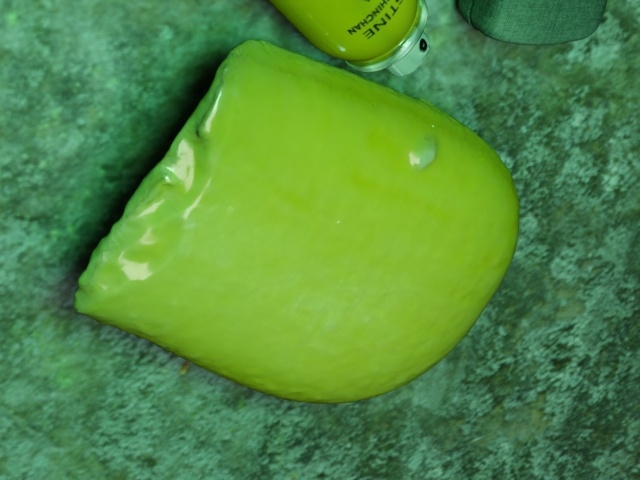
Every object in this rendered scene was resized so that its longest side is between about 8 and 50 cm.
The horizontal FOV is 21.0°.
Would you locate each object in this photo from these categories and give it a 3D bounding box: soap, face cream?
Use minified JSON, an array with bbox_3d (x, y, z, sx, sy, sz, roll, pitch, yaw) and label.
[{"bbox_3d":[-0.002,-0.002,1.513,0.427,0.115,0.306,25,102,-41],"label":"soap"},{"bbox_3d":[-0.022,-0.239,1.342,0.105,0.105,0.349,-46,133,4],"label":"face cream"}]

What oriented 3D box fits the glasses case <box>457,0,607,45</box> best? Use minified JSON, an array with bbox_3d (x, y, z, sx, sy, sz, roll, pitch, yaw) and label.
[{"bbox_3d":[0.211,-0.319,1.449,0.131,0.074,0.323,-3,122,-29],"label":"glasses case"}]
